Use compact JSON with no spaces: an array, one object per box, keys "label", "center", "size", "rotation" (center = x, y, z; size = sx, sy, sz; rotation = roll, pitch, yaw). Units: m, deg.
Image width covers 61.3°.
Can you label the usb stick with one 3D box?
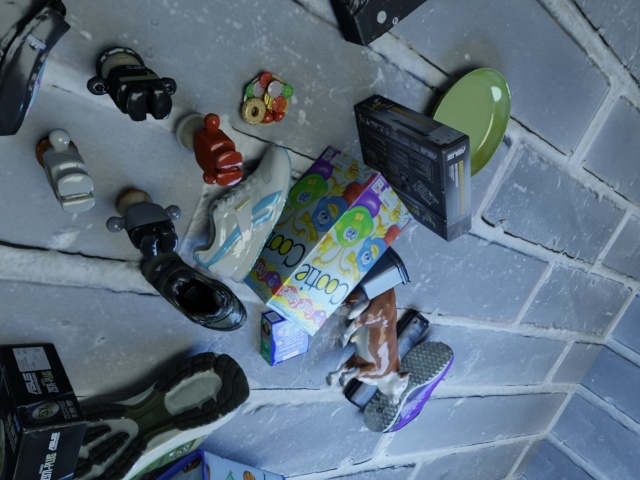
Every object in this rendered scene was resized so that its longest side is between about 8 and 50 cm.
[{"label":"usb stick","center":[0.163,0.292,1.325],"size":[0.278,0.045,0.077],"rotation":[-51,128,-1]}]

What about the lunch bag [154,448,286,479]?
[{"label":"lunch bag","center":[-0.264,0.637,1.071],"size":[0.385,0.239,0.328],"rotation":[-35,136,6]}]

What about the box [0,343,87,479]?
[{"label":"box","center":[-0.400,0.254,0.745],"size":[0.077,0.180,0.147],"rotation":[5,114,-42]}]

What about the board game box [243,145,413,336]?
[{"label":"board game box","center":[0.000,0.000,0.936],"size":[0.275,0.144,0.142],"rotation":[-50,135,-4]}]

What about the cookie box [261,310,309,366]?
[{"label":"cookie box","center":[-0.069,0.185,1.071],"size":[0.091,0.040,0.107],"rotation":[-15,125,-32]}]

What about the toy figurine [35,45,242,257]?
[{"label":"toy figurine","center":[-0.232,-0.108,0.689],"size":[0.209,0.148,0.213],"rotation":[-49,138,5]}]

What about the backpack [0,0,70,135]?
[{"label":"backpack","center":[-0.346,-0.198,0.552],"size":[0.152,0.115,0.182],"rotation":[8,112,-29]}]

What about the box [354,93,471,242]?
[{"label":"box","center":[0.157,-0.127,0.921],"size":[0.056,0.231,0.183],"rotation":[-30,131,-17]}]

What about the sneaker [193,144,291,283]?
[{"label":"sneaker","center":[-0.119,-0.050,0.850],"size":[0.092,0.087,0.229],"rotation":[25,89,-22]}]

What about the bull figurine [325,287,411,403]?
[{"label":"bull figurine","center":[0.107,0.235,1.188],"size":[0.188,0.101,0.310],"rotation":[-18,113,-28]}]

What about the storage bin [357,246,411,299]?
[{"label":"storage bin","center":[0.102,0.052,1.071],"size":[0.091,0.135,0.098],"rotation":[-32,134,-4]}]

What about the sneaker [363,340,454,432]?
[{"label":"sneaker","center":[0.243,0.391,1.422],"size":[0.293,0.102,0.146],"rotation":[-46,140,1]}]

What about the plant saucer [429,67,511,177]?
[{"label":"plant saucer","center":[0.295,-0.234,1.106],"size":[0.241,0.037,0.241],"rotation":[-20,127,-29]}]

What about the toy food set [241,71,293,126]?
[{"label":"toy food set","center":[-0.081,-0.214,0.824],"size":[0.083,0.020,0.083],"rotation":[2,115,-39]}]

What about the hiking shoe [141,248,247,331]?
[{"label":"hiking shoe","center":[-0.188,0.106,0.871],"size":[0.086,0.114,0.227],"rotation":[-49,136,-3]}]

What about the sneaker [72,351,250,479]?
[{"label":"sneaker","center":[-0.312,0.353,0.923],"size":[0.410,0.158,0.182],"rotation":[-20,145,-23]}]

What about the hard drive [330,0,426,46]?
[{"label":"hard drive","center":[0.137,-0.485,0.800],"size":[0.339,0.064,0.237],"rotation":[-40,135,-11]}]
